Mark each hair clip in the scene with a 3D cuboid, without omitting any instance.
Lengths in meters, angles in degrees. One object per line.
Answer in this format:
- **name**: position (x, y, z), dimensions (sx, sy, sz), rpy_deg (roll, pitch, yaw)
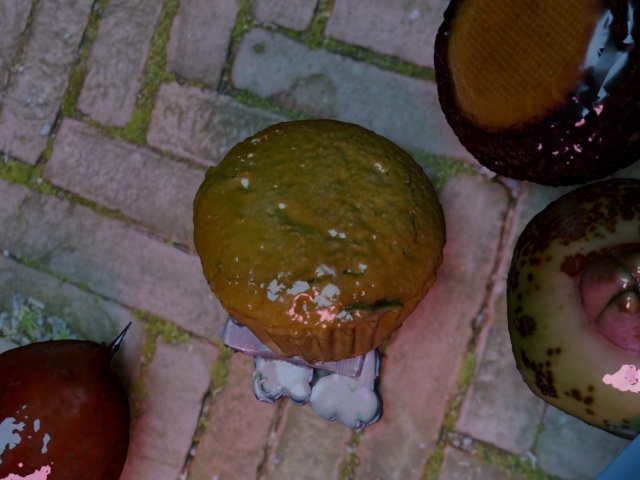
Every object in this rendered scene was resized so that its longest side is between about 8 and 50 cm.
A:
- **hair clip**: position (-0.011, 0.111, 0.960), dimensions (0.172, 0.049, 0.116), rpy_deg (12, 90, 17)

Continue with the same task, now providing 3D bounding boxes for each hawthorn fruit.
- **hawthorn fruit**: position (-0.263, 0.175, 0.987), dimensions (0.181, 0.181, 0.235), rpy_deg (30, 79, 22)

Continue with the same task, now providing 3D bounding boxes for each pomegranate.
- **pomegranate**: position (0.241, 0.047, 0.770), dimensions (0.214, 0.248, 0.214), rpy_deg (-4, 78, 19)

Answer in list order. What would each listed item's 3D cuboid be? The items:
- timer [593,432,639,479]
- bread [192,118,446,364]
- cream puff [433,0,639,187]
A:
- **timer**: position (0.283, 0.263, 0.738), dimensions (0.232, 0.091, 0.250), rpy_deg (38, 94, -22)
- **bread**: position (-0.001, -0.004, 0.912), dimensions (0.240, 0.139, 0.239), rpy_deg (-2, 59, 3)
- **cream puff**: position (0.215, -0.162, 0.846), dimensions (0.239, 0.165, 0.239), rpy_deg (-16, 69, 48)
